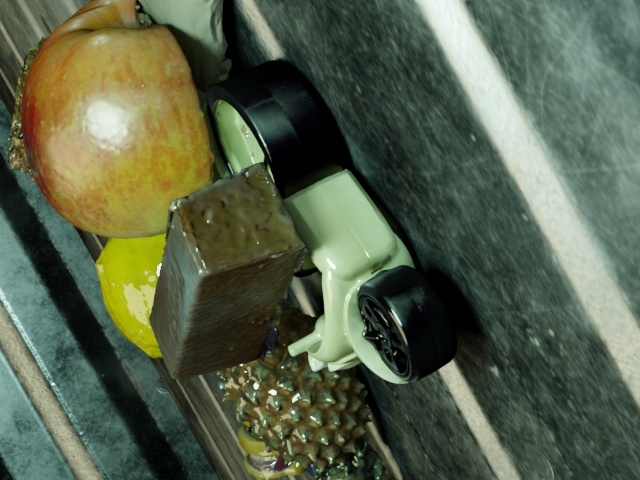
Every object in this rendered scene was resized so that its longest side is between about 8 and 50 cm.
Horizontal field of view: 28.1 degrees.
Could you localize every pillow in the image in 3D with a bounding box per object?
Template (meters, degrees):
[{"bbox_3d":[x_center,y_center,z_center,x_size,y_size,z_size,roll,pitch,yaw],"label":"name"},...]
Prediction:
[{"bbox_3d":[-0.156,-0.272,1.367,0.173,0.067,0.270,49,161,23],"label":"pillow"}]

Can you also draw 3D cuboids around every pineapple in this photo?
[{"bbox_3d":[0.015,0.252,1.658,0.361,0.175,0.175,52,168,-19],"label":"pineapple"}]

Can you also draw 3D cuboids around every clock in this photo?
[{"bbox_3d":[0.000,0.000,1.307,0.379,0.120,0.276,60,162,18],"label":"clock"}]

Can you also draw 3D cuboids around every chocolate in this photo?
[{"bbox_3d":[-0.105,0.048,1.302,0.112,0.112,0.321,63,160,18],"label":"chocolate"}]

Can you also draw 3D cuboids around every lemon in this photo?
[{"bbox_3d":[-0.187,0.049,1.744,0.233,0.233,0.288,59,169,3],"label":"lemon"}]

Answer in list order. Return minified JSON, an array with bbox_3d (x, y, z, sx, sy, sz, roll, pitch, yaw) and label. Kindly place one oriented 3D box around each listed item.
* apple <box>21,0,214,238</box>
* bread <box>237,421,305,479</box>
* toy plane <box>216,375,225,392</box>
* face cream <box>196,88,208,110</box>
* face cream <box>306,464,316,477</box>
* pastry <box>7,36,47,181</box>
[{"bbox_3d":[-0.245,-0.127,1.400,0.293,0.163,0.251,32,136,56],"label":"apple"},{"bbox_3d":[-0.062,0.227,1.792,0.134,0.081,0.225,15,98,57],"label":"bread"},{"bbox_3d":[-0.113,0.219,2.092,0.174,0.080,0.174,33,135,41],"label":"toy plane"},{"bbox_3d":[-0.246,-0.212,1.687,0.345,0.102,0.102,28,145,62],"label":"face cream"},{"bbox_3d":[-0.019,0.295,1.923,0.149,0.083,0.264,56,166,-14],"label":"face cream"},{"bbox_3d":[-0.410,-0.182,2.024,0.275,0.193,0.275,165,90,-88],"label":"pastry"}]
